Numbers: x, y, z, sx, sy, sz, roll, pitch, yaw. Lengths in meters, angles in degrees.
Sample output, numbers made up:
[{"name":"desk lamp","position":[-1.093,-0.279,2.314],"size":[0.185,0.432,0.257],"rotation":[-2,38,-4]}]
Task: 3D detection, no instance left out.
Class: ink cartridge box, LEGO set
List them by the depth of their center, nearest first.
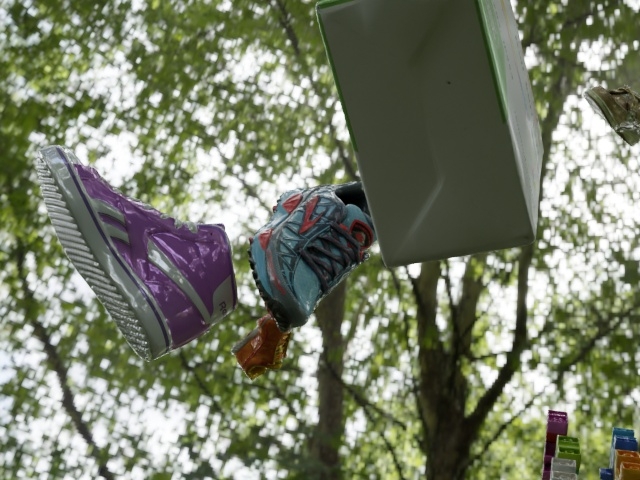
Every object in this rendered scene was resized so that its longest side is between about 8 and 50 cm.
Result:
[{"name":"LEGO set","position":[0.233,0.220,0.862],"size":[0.087,0.227,0.093],"rotation":[5,-86,12]},{"name":"ink cartridge box","position":[0.113,-0.133,0.866],"size":[0.119,0.353,0.207],"rotation":[-12,-75,16]}]

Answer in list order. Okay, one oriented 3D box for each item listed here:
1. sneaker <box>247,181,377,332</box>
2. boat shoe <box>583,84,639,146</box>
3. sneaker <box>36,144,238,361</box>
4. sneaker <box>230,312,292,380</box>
[{"name":"sneaker","position":[0.000,0.000,1.148],"size":[0.125,0.261,0.104],"rotation":[-16,-62,20]},{"name":"boat shoe","position":[0.323,-0.143,1.084],"size":[0.045,0.050,0.135],"rotation":[-43,-28,17]},{"name":"sneaker","position":[-0.201,-0.009,1.155],"size":[0.282,0.161,0.102],"rotation":[55,-29,12]},{"name":"sneaker","position":[-0.062,0.135,1.382],"size":[0.067,0.064,0.175],"rotation":[53,-37,11]}]
